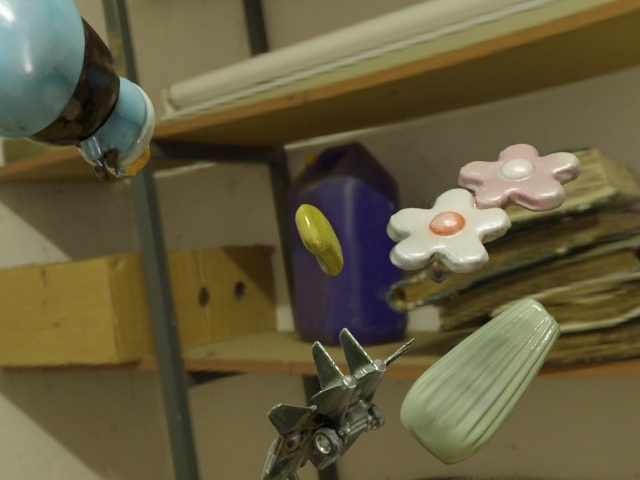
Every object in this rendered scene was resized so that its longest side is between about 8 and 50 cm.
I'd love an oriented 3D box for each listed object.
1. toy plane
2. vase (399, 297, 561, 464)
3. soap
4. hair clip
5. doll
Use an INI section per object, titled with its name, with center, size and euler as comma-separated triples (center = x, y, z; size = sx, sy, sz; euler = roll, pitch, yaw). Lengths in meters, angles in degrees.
[toy plane]
center = -0.006, 0.215, 1.015
size = 0.212, 0.088, 0.267
euler = -19, -35, -42
[vase]
center = 0.224, 0.186, 1.274
size = 0.248, 0.128, 0.128
euler = -47, -7, 3
[soap]
center = 0.001, 0.000, 1.429
size = 0.045, 0.088, 0.140
euler = -21, -28, 8
[hair clip]
center = 0.187, -0.034, 1.078
size = 0.257, 0.075, 0.146
euler = -39, 34, -16
[doll]
center = -0.282, -0.166, 0.970
size = 0.141, 0.177, 0.314
euler = -16, -25, 15
